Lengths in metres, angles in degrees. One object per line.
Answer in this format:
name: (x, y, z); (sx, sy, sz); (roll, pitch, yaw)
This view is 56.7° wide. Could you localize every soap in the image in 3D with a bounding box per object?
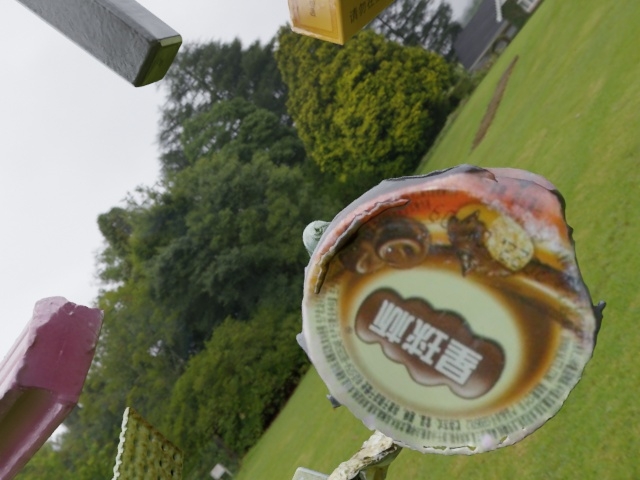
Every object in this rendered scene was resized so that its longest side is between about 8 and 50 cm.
soap: (-0.569, 0.289, 1.139); (0.359, 0.128, 0.233); (-45, 30, 29)

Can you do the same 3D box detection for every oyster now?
oyster: (0.037, 0.225, 0.553); (0.146, 0.045, 0.122); (-52, -20, -11)

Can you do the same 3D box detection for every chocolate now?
chocolate: (0.098, 0.037, 0.466); (0.221, 0.221, 0.147); (-52, -3, 21)

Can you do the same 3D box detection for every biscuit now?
biscuit: (-0.203, 0.324, 0.685); (0.016, 0.139, 0.231); (-20, 41, 9)

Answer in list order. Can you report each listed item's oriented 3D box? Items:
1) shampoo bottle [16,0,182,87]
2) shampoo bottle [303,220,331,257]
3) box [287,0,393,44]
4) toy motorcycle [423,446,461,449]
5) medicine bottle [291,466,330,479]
shampoo bottle: (-0.311, -0.309, 0.790); (0.079, 0.246, 0.080); (-52, 4, 27)
shampoo bottle: (0.000, 0.000, 0.985); (0.056, 0.056, 0.195); (-49, -14, -7)
box: (0.029, -0.359, 0.572); (0.174, 0.076, 0.274); (-49, -32, -31)
toy motorcycle: (0.223, 0.315, 1.187); (0.124, 0.274, 0.187); (12, 80, 60)
medicine bottle: (-0.006, 0.420, 0.789); (0.188, 0.132, 0.088); (-60, -34, -37)
